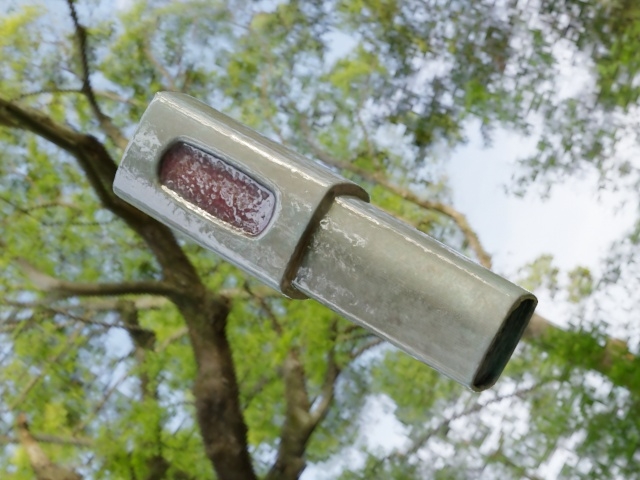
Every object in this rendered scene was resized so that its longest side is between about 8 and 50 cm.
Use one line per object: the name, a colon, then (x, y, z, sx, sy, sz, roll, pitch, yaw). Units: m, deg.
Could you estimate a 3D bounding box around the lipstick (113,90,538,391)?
lipstick: (0.000, 0.000, 0.645, 0.079, 0.253, 0.077, -62, -22, 7)
